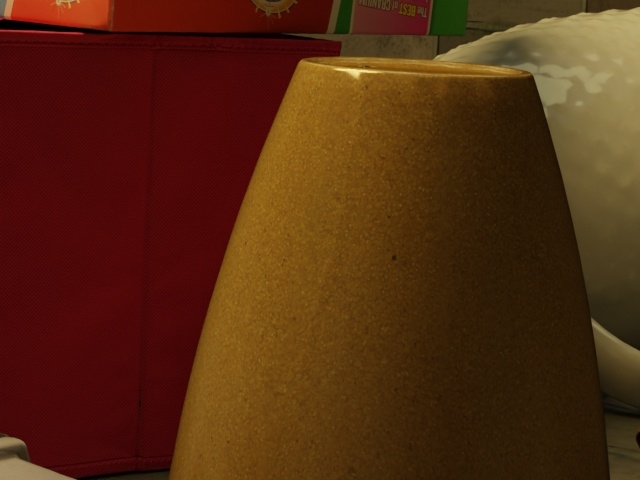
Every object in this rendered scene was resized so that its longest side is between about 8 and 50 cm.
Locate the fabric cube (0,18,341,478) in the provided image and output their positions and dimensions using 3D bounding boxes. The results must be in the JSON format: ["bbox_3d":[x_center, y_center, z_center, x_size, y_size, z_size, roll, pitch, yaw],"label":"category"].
[{"bbox_3d":[-0.160,-0.011,1.080,0.259,0.258,0.254,-2,10,-31],"label":"fabric cube"}]

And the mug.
[{"bbox_3d":[0.219,-0.010,1.312,0.328,0.276,0.374,-7,44,-29],"label":"mug"}]

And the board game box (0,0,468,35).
[{"bbox_3d":[-0.093,-0.174,1.102,0.242,0.064,0.316,12,13,42],"label":"board game box"}]

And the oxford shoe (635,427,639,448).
[{"bbox_3d":[0.228,0.140,0.942,0.076,0.076,0.212,-27,13,0],"label":"oxford shoe"}]

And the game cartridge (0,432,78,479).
[{"bbox_3d":[-0.311,0.118,0.862,0.355,0.068,0.230,11,16,40],"label":"game cartridge"}]

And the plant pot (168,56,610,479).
[{"bbox_3d":[0.039,0.037,0.871,0.237,0.254,0.237,2,10,0],"label":"plant pot"}]
